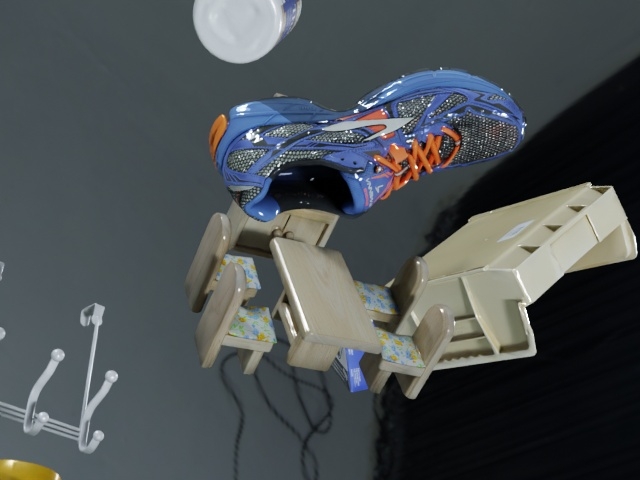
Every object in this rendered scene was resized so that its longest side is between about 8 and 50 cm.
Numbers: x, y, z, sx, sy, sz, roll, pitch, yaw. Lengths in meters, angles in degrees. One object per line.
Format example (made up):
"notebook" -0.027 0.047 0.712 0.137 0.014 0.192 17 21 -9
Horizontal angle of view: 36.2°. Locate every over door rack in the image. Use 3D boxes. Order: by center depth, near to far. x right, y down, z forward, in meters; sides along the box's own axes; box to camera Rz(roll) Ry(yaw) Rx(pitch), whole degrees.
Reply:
"over door rack" -0.477 0.185 1.694 0.239 0.108 0.324 30 33 -35

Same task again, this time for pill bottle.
"pill bottle" -0.051 -0.181 0.758 0.067 0.067 0.120 51 22 -12

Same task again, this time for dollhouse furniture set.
"dollhouse furniture set" 0.000 0.000 0.903 0.212 0.161 0.242 13 30 -25

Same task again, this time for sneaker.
"sneaker" 0.036 -0.055 0.680 0.083 0.221 0.087 78 1 -48

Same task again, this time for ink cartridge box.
"ink cartridge box" 0.027 0.113 1.265 0.046 0.207 0.097 -10 104 -11

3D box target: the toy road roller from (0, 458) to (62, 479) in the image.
"toy road roller" -0.293 0.421 1.158 0.241 0.329 0.202 8 53 5

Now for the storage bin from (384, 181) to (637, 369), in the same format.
"storage bin" 0.244 0.048 1.299 0.262 0.260 0.123 -33 100 -38
